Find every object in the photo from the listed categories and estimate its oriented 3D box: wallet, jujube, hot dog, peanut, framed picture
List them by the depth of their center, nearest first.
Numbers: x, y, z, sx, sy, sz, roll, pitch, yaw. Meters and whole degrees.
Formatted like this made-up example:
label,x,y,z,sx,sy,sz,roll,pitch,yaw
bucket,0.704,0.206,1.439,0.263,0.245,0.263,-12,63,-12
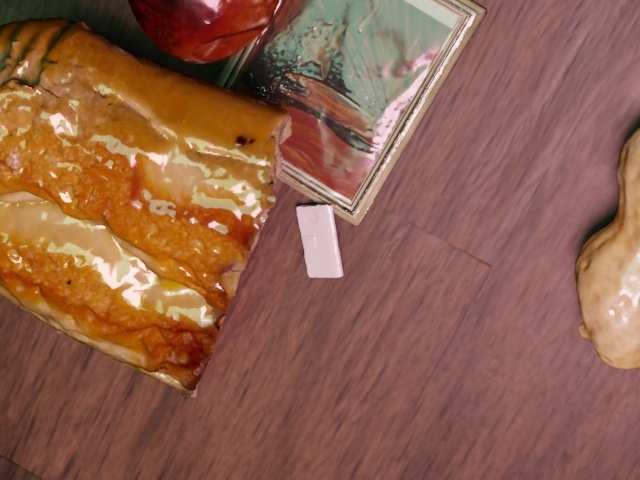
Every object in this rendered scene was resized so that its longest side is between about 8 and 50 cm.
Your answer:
label,x,y,z,sx,sy,sz,roll,pitch,yaw
jujube,-0.135,-0.297,1.376,0.168,0.168,0.236,-28,84,18
peanut,0.327,0.005,1.379,0.117,0.101,0.263,12,107,-12
hot dog,-0.243,-0.045,1.427,0.365,0.196,0.367,21,125,-4
framed picture,0.015,-0.178,1.443,0.216,0.016,0.273,31,109,3
wallet,0.000,0.000,1.490,0.044,0.011,0.083,-1,109,28
